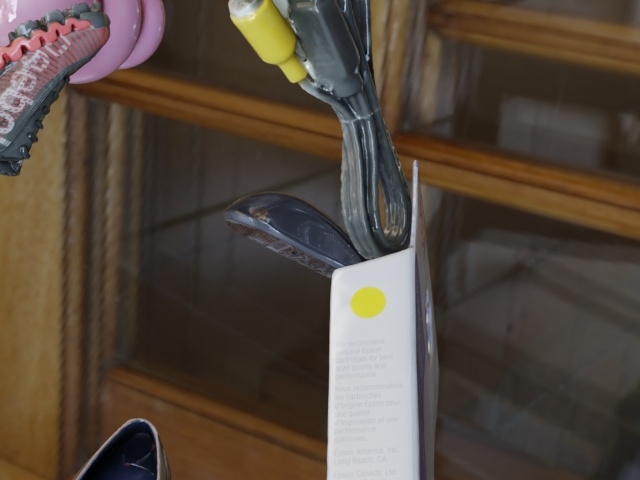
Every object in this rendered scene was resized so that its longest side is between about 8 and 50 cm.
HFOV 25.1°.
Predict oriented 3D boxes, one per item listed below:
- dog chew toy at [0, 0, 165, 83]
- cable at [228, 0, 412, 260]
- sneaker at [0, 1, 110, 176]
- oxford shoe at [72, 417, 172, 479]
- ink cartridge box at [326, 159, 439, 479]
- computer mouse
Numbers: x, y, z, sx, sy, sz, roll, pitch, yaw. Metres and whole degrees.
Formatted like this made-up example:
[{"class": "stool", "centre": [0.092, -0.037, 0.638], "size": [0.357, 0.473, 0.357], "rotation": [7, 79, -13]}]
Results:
[{"class": "dog chew toy", "centre": [-0.321, -0.286, 1.802], "size": [0.332, 0.206, 0.207], "rotation": [-4, 107, -58]}, {"class": "cable", "centre": [0.010, -0.123, 1.134], "size": [0.139, 0.072, 0.287], "rotation": [-55, 135, -42]}, {"class": "sneaker", "centre": [-0.326, -0.146, 1.518], "size": [0.276, 0.097, 0.135], "rotation": [-35, 101, -17]}, {"class": "oxford shoe", "centre": [-0.216, 0.302, 1.227], "size": [0.364, 0.130, 0.133], "rotation": [-75, 179, -51]}, {"class": "ink cartridge box", "centre": [0.045, 0.157, 0.977], "size": [0.303, 0.072, 0.307], "rotation": [78, 10, -56]}, {"class": "computer mouse", "centre": [0.000, 0.000, 1.931], "size": [0.272, 0.188, 0.072], "rotation": [28, 79, -15]}]
